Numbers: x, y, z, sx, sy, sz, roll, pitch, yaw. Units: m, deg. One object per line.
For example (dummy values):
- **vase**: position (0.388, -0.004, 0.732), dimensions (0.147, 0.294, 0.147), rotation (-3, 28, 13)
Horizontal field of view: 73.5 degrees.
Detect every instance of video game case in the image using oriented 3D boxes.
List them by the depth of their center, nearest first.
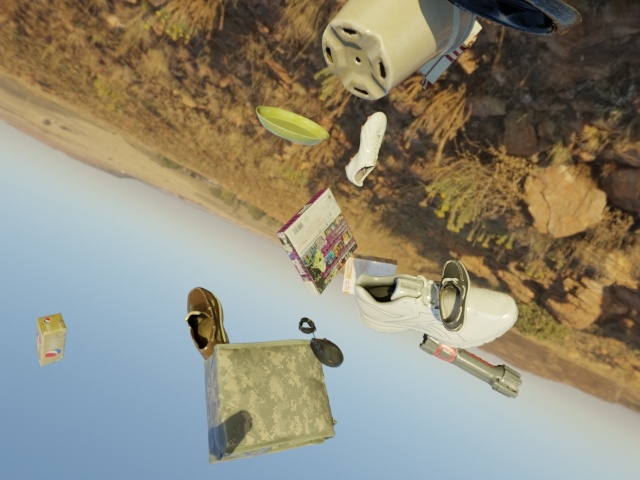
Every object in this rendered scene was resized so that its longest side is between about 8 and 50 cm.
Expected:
- **video game case**: position (0.000, 0.000, 1.202), dimensions (0.041, 0.232, 0.210), rotation (-7, 121, 42)

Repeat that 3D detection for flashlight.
- **flashlight**: position (0.465, 0.368, 1.335), dimensions (0.303, 0.103, 0.103), rotation (27, 167, 9)

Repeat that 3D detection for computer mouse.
- **computer mouse**: position (-0.001, 0.236, 1.051), dimensions (0.071, 0.041, 0.242), rotation (15, -171, -23)

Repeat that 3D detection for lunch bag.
- **lunch bag**: position (-0.113, 0.365, 1.004), dimensions (0.286, 0.236, 0.169), rotation (3, 147, -27)

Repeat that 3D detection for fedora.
- **fedora**: position (0.392, -0.552, 0.872), dimensions (0.333, 0.153, 0.334), rotation (21, -161, -7)

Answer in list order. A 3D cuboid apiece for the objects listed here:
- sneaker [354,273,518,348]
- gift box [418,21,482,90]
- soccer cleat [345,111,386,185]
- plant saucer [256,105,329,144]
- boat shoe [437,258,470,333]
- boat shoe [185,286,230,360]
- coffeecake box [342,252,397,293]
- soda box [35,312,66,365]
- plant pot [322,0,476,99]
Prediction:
- **sneaker**: position (0.194, 0.117, 0.773), dimensions (0.296, 0.111, 0.129), rotation (-2, 145, 24)
- **gift box**: position (0.356, -0.689, 1.437), dimensions (0.258, 0.255, 0.277), rotation (23, -144, -33)
- **soccer cleat**: position (0.126, -0.232, 1.106), dimensions (0.068, 0.196, 0.076), rotation (1, -140, -31)
- **plant saucer**: position (-0.090, -0.355, 1.343), dimensions (0.240, 0.037, 0.241), rotation (18, -153, -9)
- **boat shoe**: position (0.207, 0.082, 0.677), dimensions (0.046, 0.125, 0.038), rotation (-7, 147, 34)
- **boat shoe**: position (-0.309, 0.204, 1.130), dimensions (0.257, 0.095, 0.095), rotation (50, 179, 43)
- **coffeecake box**: position (0.183, 0.133, 1.601), dimensions (0.185, 0.143, 0.068), rotation (9, -164, 8)
- **soda box**: position (-0.773, 0.285, 1.229), dimensions (0.061, 0.181, 0.058), rotation (-13, -121, -42)
- **plant pot**: position (0.180, -0.550, 1.117), dimensions (0.333, 0.305, 0.334), rotation (36, 161, 15)
